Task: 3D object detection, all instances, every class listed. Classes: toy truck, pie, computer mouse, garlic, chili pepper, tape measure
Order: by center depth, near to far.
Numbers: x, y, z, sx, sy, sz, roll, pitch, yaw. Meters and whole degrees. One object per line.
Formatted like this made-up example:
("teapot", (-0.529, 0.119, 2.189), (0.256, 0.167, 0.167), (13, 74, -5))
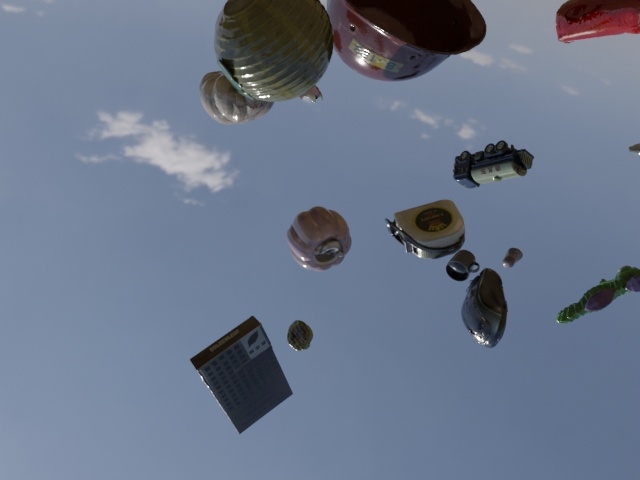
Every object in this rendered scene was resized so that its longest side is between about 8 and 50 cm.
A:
("toy truck", (0.419, -0.180, 1.479), (0.074, 0.088, 0.202), (25, 160, -35))
("chili pepper", (0.804, -0.607, 1.599), (0.135, 0.131, 0.338), (-17, -163, -42))
("pie", (-0.056, 0.255, 1.624), (0.084, 0.084, 0.020), (31, -159, 25))
("computer mouse", (0.437, 0.179, 1.649), (0.097, 0.137, 0.233), (14, -137, -9))
("garlic", (-0.233, -0.405, 1.715), (0.228, 0.152, 0.228), (1, -162, 0))
("tape measure", (0.396, -0.022, 2.258), (0.271, 0.132, 0.231), (-13, -139, 1))

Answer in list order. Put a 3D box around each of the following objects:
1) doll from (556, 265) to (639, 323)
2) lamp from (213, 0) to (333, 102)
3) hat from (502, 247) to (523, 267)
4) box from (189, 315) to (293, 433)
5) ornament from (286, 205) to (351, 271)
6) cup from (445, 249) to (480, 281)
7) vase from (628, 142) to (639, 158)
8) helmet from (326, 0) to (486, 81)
("doll", (0.522, 0.100, 1.122), (0.050, 0.190, 0.115), (59, -172, 8))
("lamp", (-0.079, -0.392, 1.253), (0.284, 0.250, 0.250), (46, -175, -41))
("hat", (0.715, 0.069, 2.276), (0.058, 0.087, 0.042), (40, -145, 2))
("box", (-0.185, 0.341, 1.506), (0.180, 0.324, 0.047), (-34, -132, -17))
("ornament", (-0.001, 0.000, 1.652), (0.178, 0.177, 0.177), (13, -151, -7))
("cup", (0.455, 0.078, 1.913), (0.100, 0.078, 0.077), (8, -143, 35))
("vase", (1.030, -0.145, 1.752), (0.245, 0.291, 0.245), (-9, -168, 2))
("helmet", (0.166, -0.504, 1.452), (0.385, 0.230, 0.337), (22, -126, -11))
